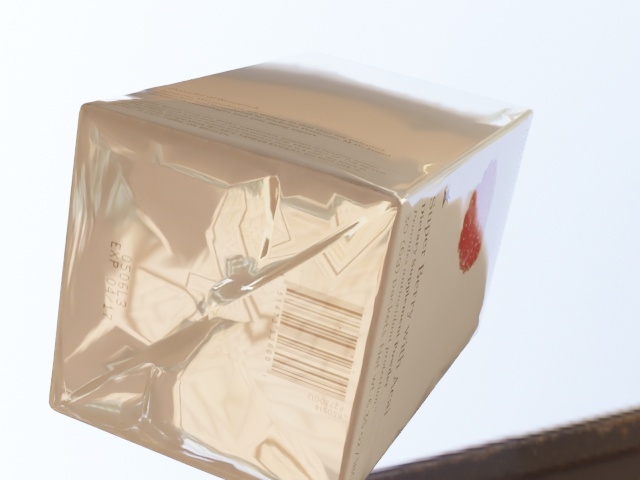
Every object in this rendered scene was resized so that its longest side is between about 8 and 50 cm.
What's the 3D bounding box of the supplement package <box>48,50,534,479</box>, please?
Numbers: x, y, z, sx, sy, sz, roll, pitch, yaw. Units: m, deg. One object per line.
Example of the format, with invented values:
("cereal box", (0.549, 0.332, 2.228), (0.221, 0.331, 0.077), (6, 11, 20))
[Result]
("supplement package", (0.000, 0.000, 0.654), (0.175, 0.177, 0.293), (17, -159, 18))
